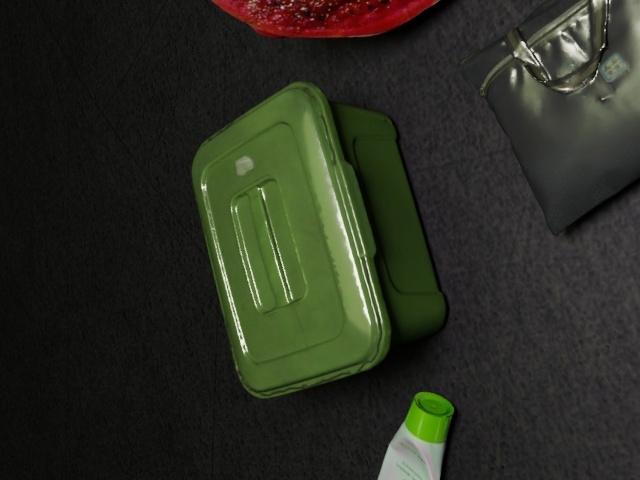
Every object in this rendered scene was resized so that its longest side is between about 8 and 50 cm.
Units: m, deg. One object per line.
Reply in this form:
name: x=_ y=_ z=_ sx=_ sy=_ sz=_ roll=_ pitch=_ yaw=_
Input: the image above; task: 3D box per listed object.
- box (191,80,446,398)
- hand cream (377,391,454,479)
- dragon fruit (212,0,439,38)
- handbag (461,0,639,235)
box: x=0.000 y=0.000 z=1.015 sx=0.252 sy=0.177 sz=0.329 roll=-24 pitch=78 yaw=45
hand cream: x=0.099 y=0.309 z=1.032 sx=0.079 sy=0.050 sz=0.275 roll=-119 pitch=39 yaw=-59
dragon fruit: x=0.007 y=-0.413 z=0.872 sx=0.249 sy=0.370 sz=0.386 roll=-102 pitch=31 yaw=-41
handbag: x=0.267 y=-0.156 z=0.797 sx=0.254 sy=0.088 sz=0.211 roll=-38 pitch=72 yaw=38
